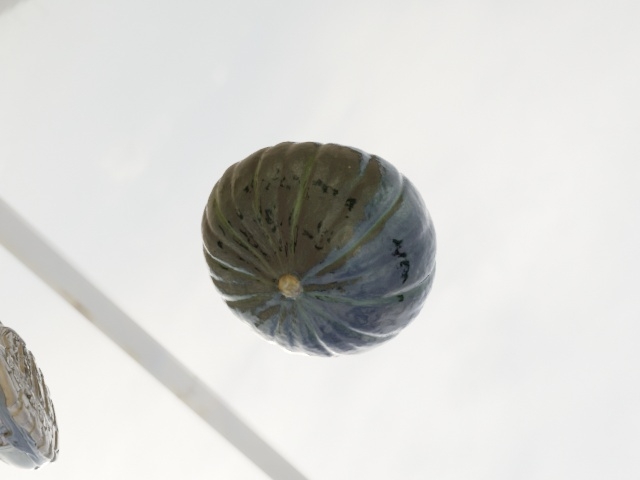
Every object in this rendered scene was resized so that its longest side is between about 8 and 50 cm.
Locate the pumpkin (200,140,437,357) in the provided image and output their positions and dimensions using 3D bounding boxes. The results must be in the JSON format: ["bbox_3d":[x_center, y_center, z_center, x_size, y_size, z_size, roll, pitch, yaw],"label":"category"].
[{"bbox_3d":[0.000,0.000,1.560,0.250,0.250,0.216,-36,-152,34],"label":"pumpkin"}]

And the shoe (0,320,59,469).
[{"bbox_3d":[-0.237,0.086,0.945,0.092,0.180,0.089,-27,-152,3],"label":"shoe"}]
